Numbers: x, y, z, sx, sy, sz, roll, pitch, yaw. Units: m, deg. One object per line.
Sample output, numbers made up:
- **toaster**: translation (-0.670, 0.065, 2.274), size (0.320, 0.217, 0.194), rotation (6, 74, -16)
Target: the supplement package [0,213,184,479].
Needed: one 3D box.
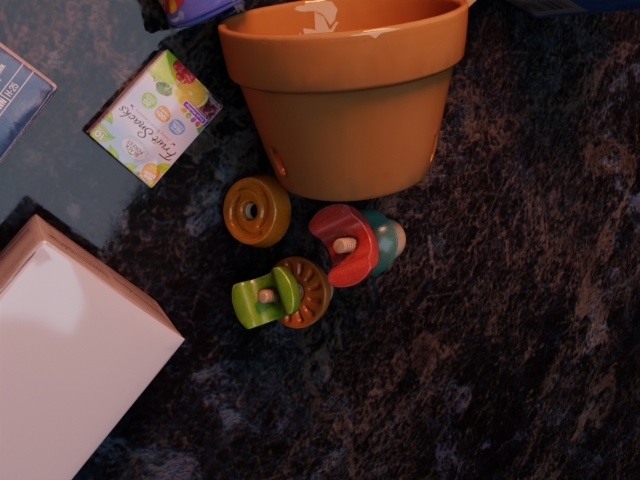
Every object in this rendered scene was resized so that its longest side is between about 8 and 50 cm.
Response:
- **supplement package**: translation (-0.333, 0.142, 0.774), size (0.204, 0.145, 0.262), rotation (43, 83, -29)

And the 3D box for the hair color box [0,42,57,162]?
- **hair color box**: translation (-0.431, -0.219, 0.609), size (0.347, 0.174, 0.105), rotation (39, 85, -30)

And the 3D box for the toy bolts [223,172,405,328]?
- **toy bolts**: translation (0.000, 0.000, 0.904), size (0.158, 0.228, 0.218), rotation (-5, 79, -58)

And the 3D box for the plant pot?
- **plant pot**: translation (0.034, -0.179, 0.811), size (0.290, 0.291, 0.204), rotation (-19, 120, -22)

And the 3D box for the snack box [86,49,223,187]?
- **snack box**: translation (-0.205, -0.152, 0.824), size (0.141, 0.037, 0.100), rotation (-50, 119, -7)

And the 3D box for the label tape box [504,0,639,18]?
- **label tape box**: translation (0.417, -0.504, 0.939), size (0.105, 0.240, 0.334), rotation (14, 97, -30)

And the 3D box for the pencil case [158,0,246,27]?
- **pencil case**: translation (-0.161, -0.396, 0.735), size (0.133, 0.119, 0.306), rotation (-28, 114, -19)

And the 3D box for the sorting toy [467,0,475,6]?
- **sorting toy**: translation (0.155, -0.460, 0.901), size (0.255, 0.089, 0.257), rotation (-44, 119, -11)
